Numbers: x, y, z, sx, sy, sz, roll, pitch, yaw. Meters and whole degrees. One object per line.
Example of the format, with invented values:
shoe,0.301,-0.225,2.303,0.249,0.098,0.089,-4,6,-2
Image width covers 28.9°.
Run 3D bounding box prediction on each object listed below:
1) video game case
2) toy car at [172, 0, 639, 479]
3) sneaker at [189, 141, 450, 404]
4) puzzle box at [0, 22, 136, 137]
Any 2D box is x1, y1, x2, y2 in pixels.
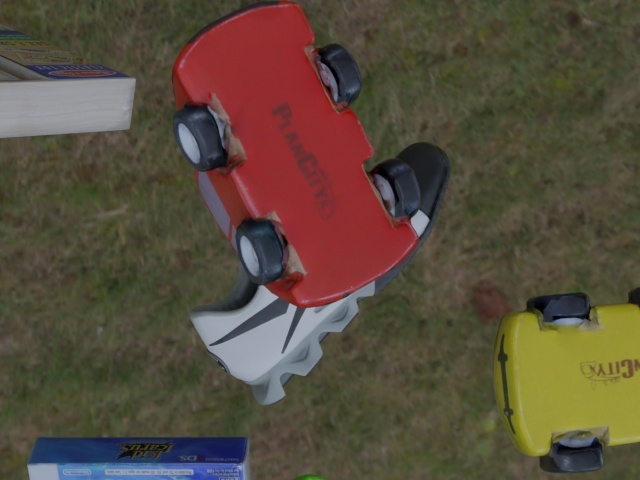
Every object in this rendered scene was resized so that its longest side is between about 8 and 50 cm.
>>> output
video game case,-0.219,0.363,1.577,0.269,0.061,0.244,-1,119,3
toy car,0.013,0.069,0.417,0.239,0.053,0.225,32,74,-15
sneaker,0.000,0.000,1.284,0.146,0.122,0.330,45,76,-19
puzzle box,-0.398,-0.144,1.053,0.409,0.272,0.052,-10,118,-47
